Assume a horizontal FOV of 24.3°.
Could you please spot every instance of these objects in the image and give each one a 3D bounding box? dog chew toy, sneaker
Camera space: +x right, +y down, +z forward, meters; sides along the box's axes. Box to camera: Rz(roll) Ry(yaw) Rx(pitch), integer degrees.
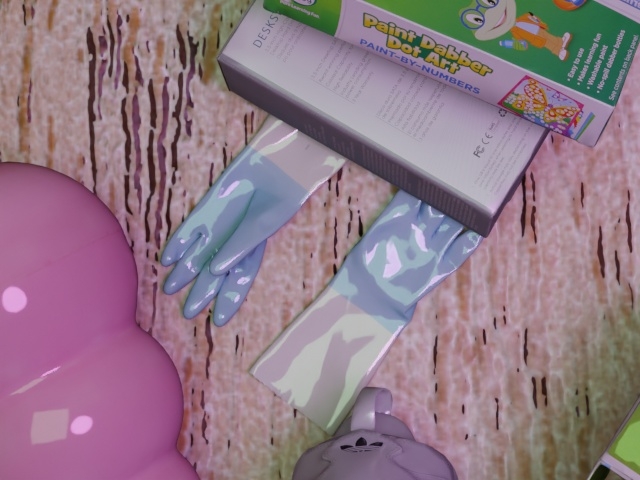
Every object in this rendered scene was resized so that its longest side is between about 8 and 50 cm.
[{"bbox_3d":[-0.194,0.113,1.078,0.207,0.206,0.332,-29,91,4],"label":"dog chew toy"},{"bbox_3d":[0.050,0.287,1.067,0.137,0.210,0.366,-3,120,7],"label":"sneaker"}]

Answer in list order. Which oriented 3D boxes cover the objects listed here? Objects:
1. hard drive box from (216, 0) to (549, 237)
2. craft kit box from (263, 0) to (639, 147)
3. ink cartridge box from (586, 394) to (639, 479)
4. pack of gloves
[{"bbox_3d":[0.070,-0.141,1.099,0.232,0.089,0.181,31,82,8],"label":"hard drive box"},{"bbox_3d":[0.121,-0.217,1.037,0.247,0.061,0.250,22,61,7],"label":"craft kit box"},{"bbox_3d":[0.235,0.175,1.014,0.097,0.189,0.255,32,91,16],"label":"ink cartridge box"},{"bbox_3d":[0.000,0.000,1.132,0.195,0.046,0.232,38,92,9],"label":"pack of gloves"}]
